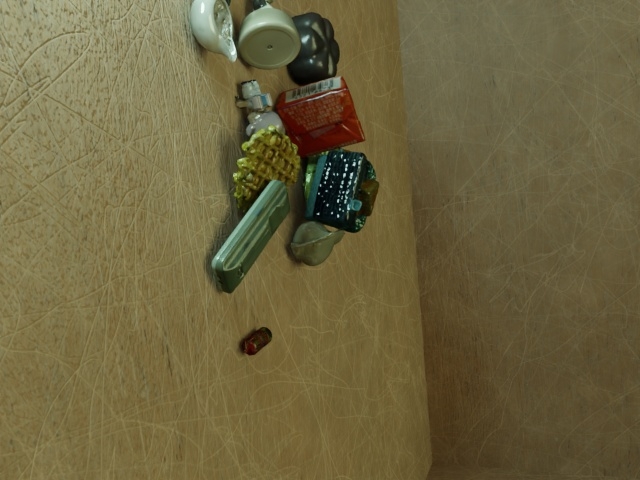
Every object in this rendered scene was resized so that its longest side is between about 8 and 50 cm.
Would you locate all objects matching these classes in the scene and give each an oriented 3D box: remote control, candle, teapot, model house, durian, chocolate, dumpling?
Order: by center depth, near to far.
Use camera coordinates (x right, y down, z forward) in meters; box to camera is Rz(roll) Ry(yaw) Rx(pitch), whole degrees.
[{"bbox_3d":[-0.270,-0.549,1.691,0.145,0.092,0.226,-46,129,-66],"label":"teapot"},{"bbox_3d":[-0.173,-0.013,1.815,0.335,0.065,0.128,-58,152,-34],"label":"remote control"},{"bbox_3d":[-0.180,0.283,1.896,0.130,0.052,0.052,-30,115,-67],"label":"candle"},{"bbox_3d":[0.001,-0.397,2.203,0.235,0.237,0.108,62,17,-48],"label":"chocolate"},{"bbox_3d":[0.108,-0.171,2.229,0.241,0.225,0.261,174,-70,-71],"label":"model house"},{"bbox_3d":[0.000,0.000,2.243,0.142,0.172,0.247,68,20,8],"label":"dumpling"},{"bbox_3d":[-0.001,-0.245,2.411,0.198,0.163,0.395,4,78,-30],"label":"durian"}]

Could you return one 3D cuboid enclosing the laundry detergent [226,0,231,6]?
[{"bbox_3d":[-0.252,-0.712,1.798,0.097,0.061,0.206,52,40,-53],"label":"laundry detergent"}]

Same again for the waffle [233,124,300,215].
[{"bbox_3d":[-0.146,-0.194,1.892,0.262,0.060,0.281,-38,145,-42],"label":"waffle"}]

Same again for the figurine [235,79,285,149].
[{"bbox_3d":[-0.165,-0.341,1.934,0.137,0.111,0.229,-34,110,-60],"label":"figurine"}]

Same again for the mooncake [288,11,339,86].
[{"bbox_3d":[-0.029,-0.637,2.297,0.245,0.133,0.245,17,70,-60],"label":"mooncake"}]

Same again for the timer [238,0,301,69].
[{"bbox_3d":[-0.158,-0.644,1.962,0.175,0.175,0.266,53,24,-56],"label":"timer"}]
